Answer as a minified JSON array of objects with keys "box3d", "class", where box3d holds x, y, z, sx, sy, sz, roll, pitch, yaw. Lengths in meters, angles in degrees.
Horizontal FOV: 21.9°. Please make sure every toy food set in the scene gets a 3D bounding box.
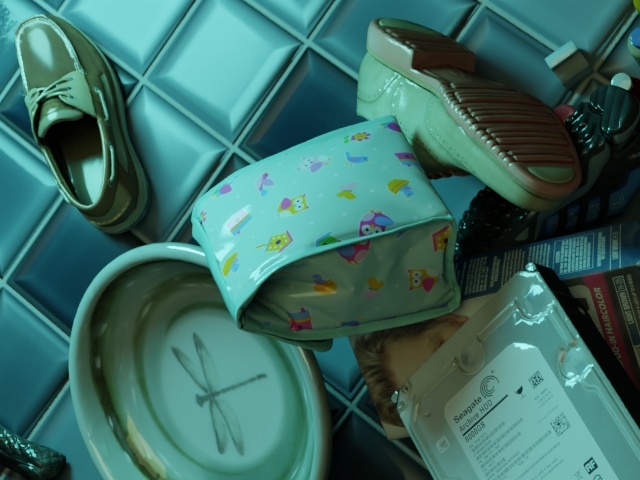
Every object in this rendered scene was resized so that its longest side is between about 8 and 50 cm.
[{"box3d":[0.325,-0.200,1.940,0.232,0.104,0.111,-35,72,12],"class":"toy food set"}]

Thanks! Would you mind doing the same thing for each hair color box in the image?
[{"box3d":[0.219,0.106,1.888,0.347,0.105,0.174,-13,116,18],"class":"hair color box"}]

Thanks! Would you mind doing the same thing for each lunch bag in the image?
[{"box3d":[0.000,0.000,1.834,0.262,0.160,0.223,-16,39,-8],"class":"lunch bag"}]

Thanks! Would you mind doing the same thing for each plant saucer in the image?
[{"box3d":[-0.130,0.187,2.003,0.400,0.100,0.400,12,111,34],"class":"plant saucer"}]

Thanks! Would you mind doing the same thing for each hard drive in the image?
[{"box3d":[0.230,0.221,1.707,0.237,0.064,0.339,-46,50,23],"class":"hard drive"}]

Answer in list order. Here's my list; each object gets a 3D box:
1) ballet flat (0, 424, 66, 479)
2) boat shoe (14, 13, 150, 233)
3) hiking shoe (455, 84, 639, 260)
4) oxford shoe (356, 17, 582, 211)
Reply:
[{"box3d":[-0.409,0.267,2.174,0.173,0.049,0.057,30,137,22],"class":"ballet flat"},{"box3d":[-0.322,-0.165,2.163,0.123,0.116,0.324,-32,72,13],"class":"boat shoe"},{"box3d":[0.287,-0.041,1.925,0.304,0.132,0.113,-41,33,30],"class":"hiking shoe"},{"box3d":[0.166,-0.120,1.927,0.397,0.140,0.146,51,130,50],"class":"oxford shoe"}]
